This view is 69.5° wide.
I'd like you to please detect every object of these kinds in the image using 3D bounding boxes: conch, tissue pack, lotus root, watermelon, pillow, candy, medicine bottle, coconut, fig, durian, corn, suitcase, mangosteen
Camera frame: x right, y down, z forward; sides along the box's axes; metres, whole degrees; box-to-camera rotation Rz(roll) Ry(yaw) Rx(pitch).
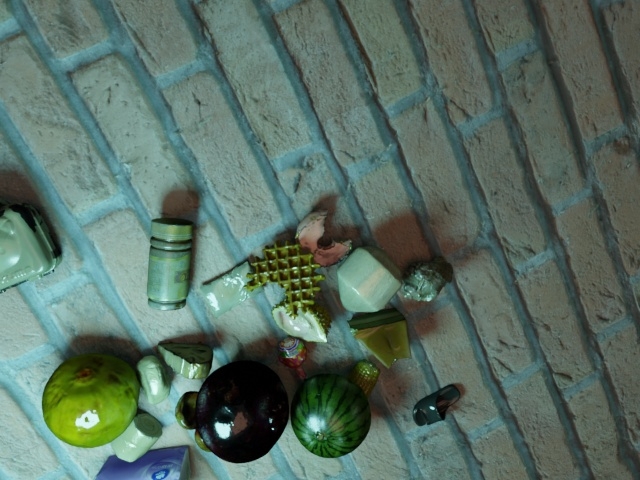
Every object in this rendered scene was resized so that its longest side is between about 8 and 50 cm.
[{"bbox_3d":[0.434,0.150,1.862,0.245,0.178,0.163,-39,143,-16],"label":"conch"},{"bbox_3d":[-0.699,0.948,1.809,0.337,0.242,0.160,-4,99,-8],"label":"tissue pack"},{"bbox_3d":[-0.504,0.450,1.780,0.170,0.260,0.075,-5,103,-39],"label":"lotus root"},{"bbox_3d":[0.038,0.698,1.789,0.330,0.189,0.332,0,99,0],"label":"watermelon"},{"bbox_3d":[-0.349,0.191,1.817,0.229,0.050,0.148,-29,99,1],"label":"pillow"},{"bbox_3d":[-0.069,0.557,1.901,0.124,0.124,0.366,-25,110,-3],"label":"candy"},{"bbox_3d":[-0.559,0.086,1.714,0.151,0.151,0.323,6,100,-9],"label":"medicine bottle"},{"bbox_3d":[0.177,0.160,1.790,0.237,0.237,0.266,41,86,-13],"label":"coconut"},{"bbox_3d":[-0.830,0.593,1.697,0.342,0.343,0.344,-1,101,-8],"label":"fig"},{"bbox_3d":[-0.074,0.299,1.837,0.249,0.183,0.138,31,58,-9],"label":"durian"},{"bbox_3d":[0.131,0.658,1.932,0.131,0.131,0.345,27,93,-12],"label":"corn"},{"bbox_3d":[-1.135,0.014,1.600,0.351,0.194,0.340,-22,100,-4],"label":"suitcase"},{"bbox_3d":[-0.333,0.643,1.767,0.434,0.382,0.383,-3,103,26],"label":"mangosteen"}]

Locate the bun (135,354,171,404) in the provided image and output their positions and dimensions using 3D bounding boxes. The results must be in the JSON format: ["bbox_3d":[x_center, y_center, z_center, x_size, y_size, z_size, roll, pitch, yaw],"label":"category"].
[{"bbox_3d":[-0.643,0.536,1.791,0.110,0.164,0.189,-20,87,-31],"label":"bun"}]

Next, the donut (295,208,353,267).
[{"bbox_3d":[0.000,0.000,1.811,0.199,0.085,0.233,-37,103,-1],"label":"donut"}]

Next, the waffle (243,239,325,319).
[{"bbox_3d":[-0.127,0.134,1.741,0.292,0.069,0.260,32,89,17],"label":"waffle"}]

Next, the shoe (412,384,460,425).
[{"bbox_3d":[0.514,0.730,2.015,0.240,0.093,0.108,-34,104,-2],"label":"shoe"}]

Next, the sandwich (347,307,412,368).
[{"bbox_3d":[0.237,0.409,1.883,0.227,0.155,0.199,-10,102,-6],"label":"sandwich"}]

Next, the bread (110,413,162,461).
[{"bbox_3d":[-0.723,0.778,1.820,0.141,0.148,0.134,-47,64,2],"label":"bread"}]
